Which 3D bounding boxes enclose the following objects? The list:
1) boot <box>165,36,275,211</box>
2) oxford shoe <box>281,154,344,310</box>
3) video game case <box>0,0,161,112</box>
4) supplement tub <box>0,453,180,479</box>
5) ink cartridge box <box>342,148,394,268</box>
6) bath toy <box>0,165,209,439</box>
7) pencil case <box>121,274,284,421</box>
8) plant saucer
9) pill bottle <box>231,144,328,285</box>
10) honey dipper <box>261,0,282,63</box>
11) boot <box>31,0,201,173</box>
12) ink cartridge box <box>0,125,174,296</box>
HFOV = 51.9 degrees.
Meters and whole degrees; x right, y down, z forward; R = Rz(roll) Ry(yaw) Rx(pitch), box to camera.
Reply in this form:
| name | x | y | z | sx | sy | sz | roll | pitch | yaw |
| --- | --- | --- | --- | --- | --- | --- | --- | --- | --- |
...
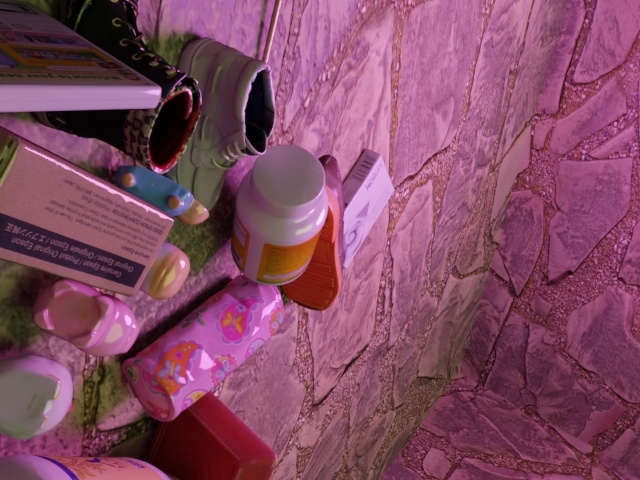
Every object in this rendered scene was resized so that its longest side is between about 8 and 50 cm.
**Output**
| name | x | y | z | sx | sy | sz | roll | pitch | yaw |
| --- | --- | --- | --- | --- | --- | --- | --- | --- | --- |
| boot | -0.131 | -0.128 | 0.880 | 0.095 | 0.123 | 0.258 | -33 | 141 | -46 |
| oxford shoe | 0.000 | 0.000 | 1.250 | 0.364 | 0.129 | 0.133 | 98 | 14 | -49 |
| video game case | -0.268 | -0.153 | 0.521 | 0.212 | 0.193 | 0.023 | -19 | 138 | -56 |
| supplement tub | -0.326 | 0.418 | 0.893 | 0.241 | 0.241 | 0.331 | -60 | 155 | -7 |
| ink cartridge box | 0.084 | -0.052 | 1.442 | 0.223 | 0.045 | 0.224 | -58 | 154 | -12 |
| bath toy | -0.278 | 0.079 | 0.814 | 0.348 | 0.151 | 0.129 | -59 | -163 | -13 |
| pencil case | -0.182 | 0.165 | 1.073 | 0.284 | 0.124 | 0.124 | -40 | 146 | -41 |
| plant saucer | -0.210 | 0.392 | 1.083 | 0.047 | 0.258 | 0.259 | 11 | 104 | -49 |
| pill bottle | -0.063 | -0.036 | 0.998 | 0.136 | 0.136 | 0.246 | -50 | 171 | -26 |
| honey dipper | -0.065 | -0.316 | 0.938 | 0.030 | 0.030 | 0.161 | -21 | 134 | -54 |
| boot | -0.182 | -0.196 | 0.656 | 0.085 | 0.178 | 0.236 | 6 | 109 | -63 |
| ink cartridge box | -0.275 | -0.051 | 0.556 | 0.088 | 0.234 | 0.193 | -63 | 154 | -3 |
